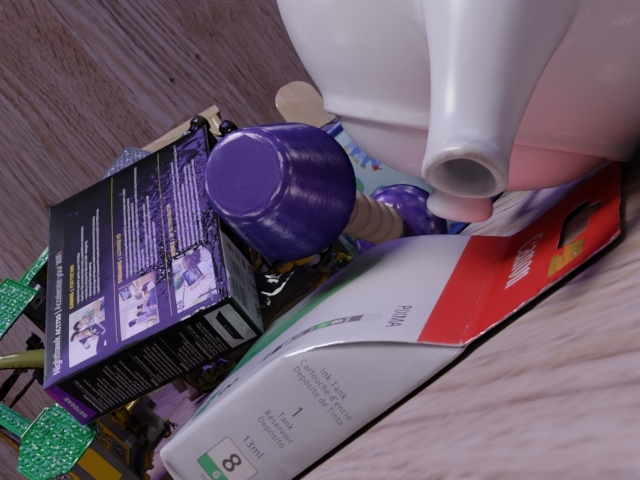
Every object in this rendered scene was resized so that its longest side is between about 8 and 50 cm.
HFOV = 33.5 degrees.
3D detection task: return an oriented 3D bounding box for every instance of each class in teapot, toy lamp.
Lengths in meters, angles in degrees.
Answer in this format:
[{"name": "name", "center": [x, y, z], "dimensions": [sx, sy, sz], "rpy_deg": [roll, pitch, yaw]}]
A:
[{"name": "teapot", "center": [0.085, -0.102, 0.526], "dimensions": [0.256, 0.187, 0.252], "rpy_deg": [3, 10, -37]}, {"name": "toy lamp", "center": [0.011, -0.018, 0.653], "dimensions": [0.080, 0.080, 0.275], "rpy_deg": [-40, -20, 13]}]

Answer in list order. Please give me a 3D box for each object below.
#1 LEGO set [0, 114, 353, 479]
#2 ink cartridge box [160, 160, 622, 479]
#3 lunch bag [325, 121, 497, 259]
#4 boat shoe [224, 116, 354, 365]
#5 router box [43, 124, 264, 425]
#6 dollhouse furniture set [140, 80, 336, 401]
[{"name": "LEGO set", "center": [-0.116, 0.088, 0.817], "dimensions": [0.255, 0.192, 0.331], "rpy_deg": [6, 55, 38]}, {"name": "ink cartridge box", "center": [0.041, 0.026, 0.522], "dimensions": [0.225, 0.056, 0.181], "rpy_deg": [-42, 1, 21]}, {"name": "lunch bag", "center": [0.069, -0.058, 0.853], "dimensions": [0.151, 0.129, 0.096], "rpy_deg": [-39, 5, -8]}, {"name": "boat shoe", "center": [0.000, 0.000, 0.983], "dimensions": [0.324, 0.122, 0.120], "rpy_deg": [-42, -27, 8]}, {"name": "router box", "center": [-0.114, 0.016, 0.697], "dimensions": [0.133, 0.046, 0.179], "rpy_deg": [-26, 41, 11]}, {"name": "dollhouse furniture set", "center": [-0.093, 0.005, 1.224], "dimensions": [0.303, 0.174, 0.355], "rpy_deg": [-32, -16, -10]}]
